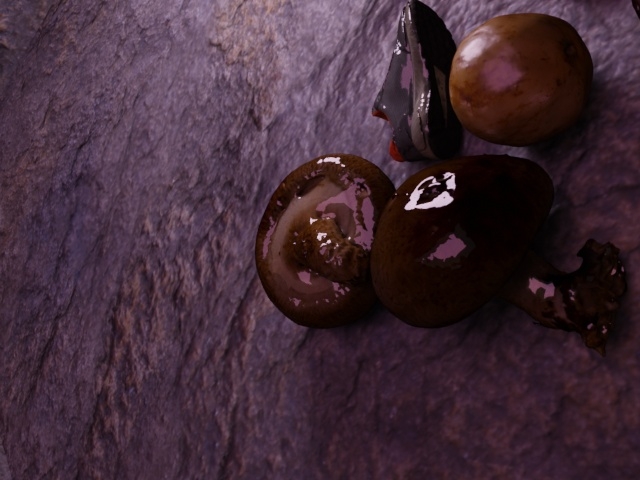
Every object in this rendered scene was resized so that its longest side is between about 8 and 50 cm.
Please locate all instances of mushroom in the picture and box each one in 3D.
[{"bbox_3d":[0.014,0.005,1.386,0.345,0.239,0.345,-19,48,22],"label":"mushroom"},{"bbox_3d":[0.276,0.014,1.150,0.334,0.356,0.331,-33,37,57],"label":"mushroom"}]

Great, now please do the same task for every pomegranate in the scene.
[{"bbox_3d":[0.329,-0.266,1.162,0.248,0.248,0.248,-13,70,38],"label":"pomegranate"}]

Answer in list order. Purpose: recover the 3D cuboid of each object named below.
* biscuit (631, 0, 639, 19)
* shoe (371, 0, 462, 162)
[{"bbox_3d":[0.670,-0.420,1.011,0.408,0.091,0.407,-10,74,36],"label":"biscuit"},{"bbox_3d":[0.176,-0.301,1.387,0.171,0.132,0.336,-18,70,46],"label":"shoe"}]
